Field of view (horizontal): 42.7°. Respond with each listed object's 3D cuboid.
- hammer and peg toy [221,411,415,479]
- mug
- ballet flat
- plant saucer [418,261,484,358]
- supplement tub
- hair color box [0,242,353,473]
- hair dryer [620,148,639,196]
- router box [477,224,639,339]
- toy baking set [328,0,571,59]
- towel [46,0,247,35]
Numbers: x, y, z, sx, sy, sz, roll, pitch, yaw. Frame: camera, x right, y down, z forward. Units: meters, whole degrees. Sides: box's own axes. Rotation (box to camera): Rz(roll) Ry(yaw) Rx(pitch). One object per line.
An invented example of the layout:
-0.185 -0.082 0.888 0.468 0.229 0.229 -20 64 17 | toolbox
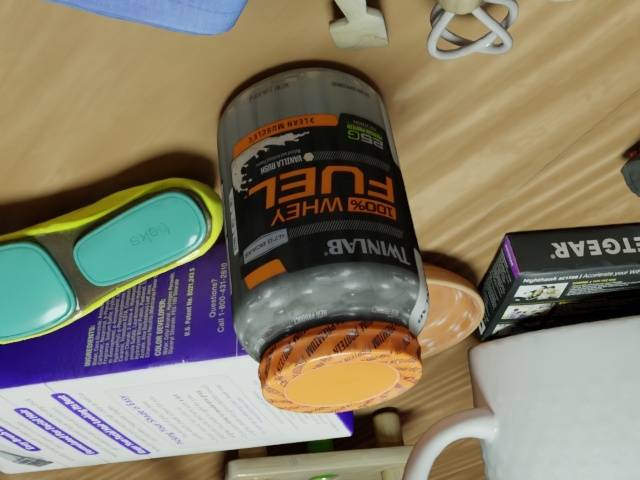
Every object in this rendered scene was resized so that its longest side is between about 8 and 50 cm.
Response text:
-0.065 0.334 1.107 0.361 0.127 0.266 -2 151 -12 | hammer and peg toy
0.259 0.257 0.800 0.374 0.328 0.276 -4 166 -11 | mug
-0.173 0.012 0.589 0.231 0.077 0.077 -21 106 9 | ballet flat
0.056 0.072 0.788 0.199 0.037 0.200 -7 150 -4 | plant saucer
0.000 0.000 0.501 0.117 0.190 0.117 -7 149 -4 | supplement tub
-0.158 0.105 0.683 0.338 0.110 0.185 -10 147 11 | hair color box
0.360 -0.056 0.523 0.223 0.080 0.293 39 153 4 | hair dryer
0.248 0.040 0.776 0.178 0.046 0.133 -4 149 -9 | router box
0.078 -0.120 0.368 0.256 0.030 0.196 -8 172 38 | toy baking set
-0.095 -0.178 0.244 0.243 0.040 0.336 9 158 -20 | towel
